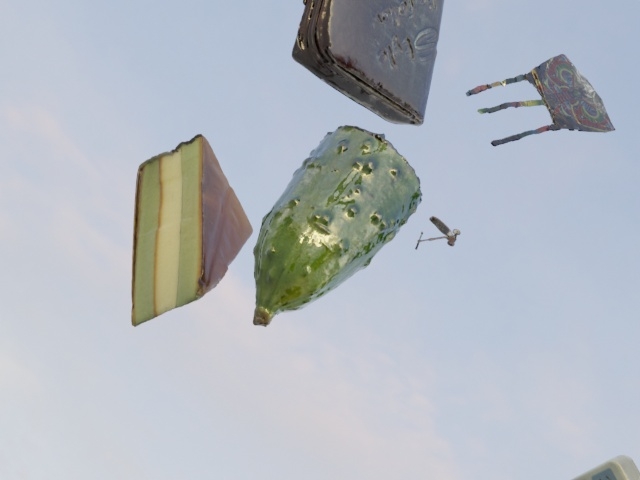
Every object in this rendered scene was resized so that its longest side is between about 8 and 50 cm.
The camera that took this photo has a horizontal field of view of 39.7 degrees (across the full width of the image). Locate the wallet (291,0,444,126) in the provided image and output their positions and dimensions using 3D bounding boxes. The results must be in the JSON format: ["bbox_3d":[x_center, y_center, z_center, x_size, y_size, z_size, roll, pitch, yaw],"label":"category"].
[{"bbox_3d":[0.051,-0.201,0.589,0.031,0.232,0.122,2,-15,41],"label":"wallet"}]

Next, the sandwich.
[{"bbox_3d":[-0.180,-0.014,1.048,0.117,0.187,0.144,-23,-72,26],"label":"sandwich"}]

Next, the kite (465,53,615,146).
[{"bbox_3d":[0.331,-0.206,1.326,0.152,0.285,0.015,60,-37,15],"label":"kite"}]

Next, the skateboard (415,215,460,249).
[{"bbox_3d":[0.172,-0.014,1.395,0.064,0.083,0.032,46,-52,33],"label":"skateboard"}]

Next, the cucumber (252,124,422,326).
[{"bbox_3d":[-0.002,-0.003,0.925,0.134,0.244,0.134,22,-39,19],"label":"cucumber"}]

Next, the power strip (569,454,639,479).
[{"bbox_3d":[0.303,0.309,1.004,0.192,0.035,0.081,-49,-121,46],"label":"power strip"}]
